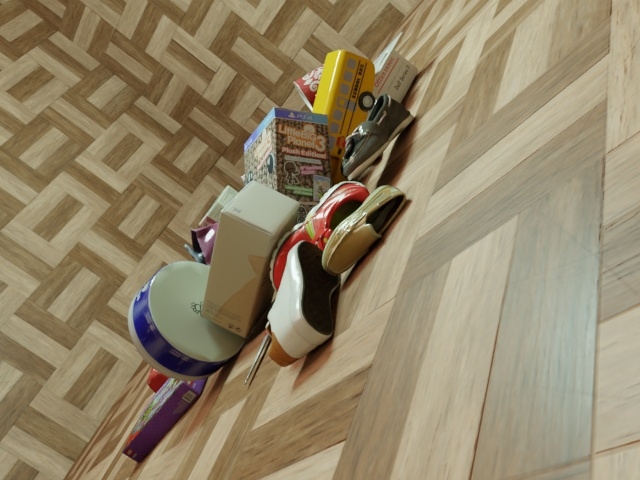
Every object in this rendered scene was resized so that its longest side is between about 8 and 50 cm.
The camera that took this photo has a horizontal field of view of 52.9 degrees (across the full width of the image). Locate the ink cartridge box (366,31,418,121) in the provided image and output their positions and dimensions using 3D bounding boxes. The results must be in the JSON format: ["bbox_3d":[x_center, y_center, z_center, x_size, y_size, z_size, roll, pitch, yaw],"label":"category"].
[{"bbox_3d":[0.153,-0.414,1.867,0.353,0.119,0.207,-38,20,56],"label":"ink cartridge box"}]

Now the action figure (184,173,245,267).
[{"bbox_3d":[-0.187,-0.014,1.841,0.370,0.248,0.275,-31,40,-18],"label":"action figure"}]

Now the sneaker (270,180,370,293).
[{"bbox_3d":[0.000,0.000,1.262,0.279,0.107,0.118,-55,20,1],"label":"sneaker"}]

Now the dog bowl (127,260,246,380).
[{"bbox_3d":[-0.302,0.183,1.493,0.104,0.265,0.265,-41,15,36],"label":"dog bowl"}]

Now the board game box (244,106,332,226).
[{"bbox_3d":[-0.083,-0.138,1.569,0.232,0.141,0.291,147,123,-61],"label":"board game box"}]

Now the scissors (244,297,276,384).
[{"bbox_3d":[-0.096,0.172,1.316,0.109,0.021,0.297,-46,11,24],"label":"scissors"}]

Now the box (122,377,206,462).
[{"bbox_3d":[-0.387,0.413,1.671,0.293,0.057,0.201,-49,11,21],"label":"box"}]

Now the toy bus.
[{"bbox_3d":[0.047,-0.311,1.676,0.108,0.130,0.333,17,93,62],"label":"toy bus"}]

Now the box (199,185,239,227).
[{"bbox_3d":[-0.282,-0.057,2.249,0.127,0.232,0.149,-48,12,26],"label":"box"}]

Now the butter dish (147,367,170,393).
[{"bbox_3d":[-0.465,0.384,1.929,0.160,0.118,0.160,-42,15,41],"label":"butter dish"}]

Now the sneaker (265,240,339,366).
[{"bbox_3d":[-0.044,0.101,1.096,0.123,0.106,0.290,-46,14,22],"label":"sneaker"}]

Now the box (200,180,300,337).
[{"bbox_3d":[-0.156,0.044,1.398,0.148,0.121,0.311,-54,-14,-49],"label":"box"}]

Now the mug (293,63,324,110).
[{"bbox_3d":[0.032,-0.444,1.847,0.169,0.150,0.113,-35,-31,1],"label":"mug"}]

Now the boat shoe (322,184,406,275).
[{"bbox_3d":[0.075,-0.017,1.098,0.190,0.068,0.072,-53,22,-4],"label":"boat shoe"}]

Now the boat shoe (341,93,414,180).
[{"bbox_3d":[0.106,-0.231,1.401,0.112,0.095,0.335,-43,4,38],"label":"boat shoe"}]
